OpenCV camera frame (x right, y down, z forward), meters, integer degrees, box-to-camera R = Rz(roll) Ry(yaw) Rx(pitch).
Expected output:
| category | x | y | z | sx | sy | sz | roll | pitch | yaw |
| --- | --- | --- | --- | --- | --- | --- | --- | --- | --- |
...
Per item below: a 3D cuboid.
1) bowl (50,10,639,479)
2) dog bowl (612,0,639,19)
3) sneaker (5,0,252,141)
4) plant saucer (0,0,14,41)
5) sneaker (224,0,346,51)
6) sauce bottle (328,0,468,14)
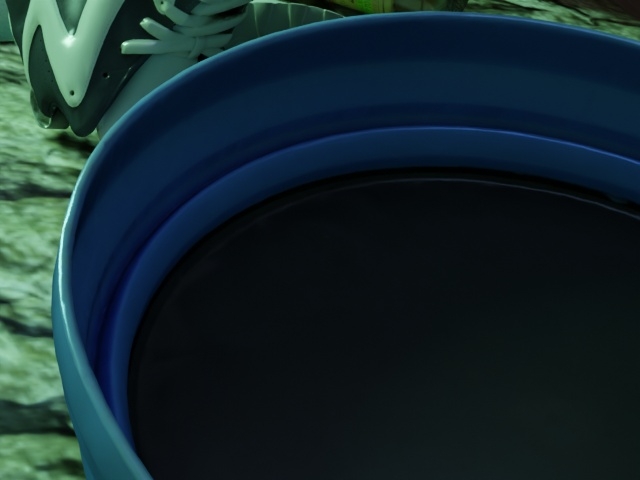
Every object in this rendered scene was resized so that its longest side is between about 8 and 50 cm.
| category | x | y | z | sx | sy | sz | roll | pitch | yaw |
| --- | --- | --- | --- | --- | --- | --- | --- | --- | --- |
| bowl | 0.094 | 0.052 | 0.657 | 0.391 | 0.077 | 0.391 | 8 | 38 | -6 |
| dog bowl | 0.237 | -0.322 | 1.280 | 0.408 | 0.150 | 0.408 | 33 | 35 | -27 |
| sneaker | -0.064 | -0.106 | 0.869 | 0.235 | 0.153 | 0.094 | -3 | 0 | 27 |
| plant saucer | -0.228 | -0.177 | 1.077 | 0.194 | 0.037 | 0.195 | 11 | 27 | -6 |
| sneaker | -0.024 | -0.100 | 0.975 | 0.235 | 0.090 | 0.095 | 22 | 18 | 13 |
| sauce bottle | -0.055 | -0.241 | 1.204 | 0.344 | 0.111 | 0.111 | 20 | 27 | 15 |
